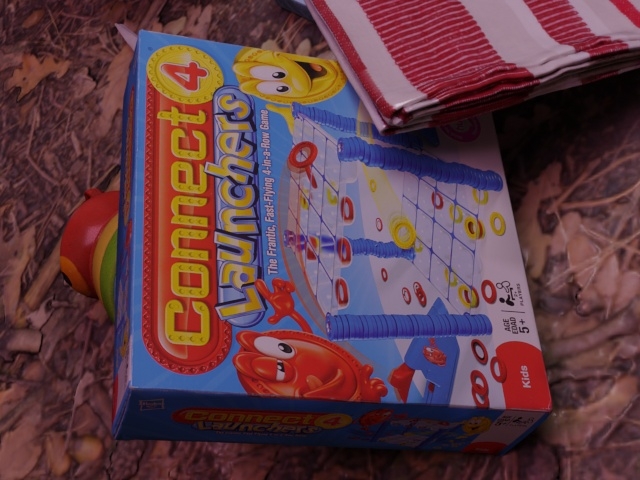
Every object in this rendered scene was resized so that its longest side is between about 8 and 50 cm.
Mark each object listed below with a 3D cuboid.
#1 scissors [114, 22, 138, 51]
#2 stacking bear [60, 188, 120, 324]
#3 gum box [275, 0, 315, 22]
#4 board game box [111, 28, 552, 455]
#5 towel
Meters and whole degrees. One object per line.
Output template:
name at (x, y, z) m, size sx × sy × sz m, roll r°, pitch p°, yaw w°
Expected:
scissors at (-0.183, -0.185, 1.162) m, size 0.297 × 0.021 × 0.109 m, roll 26°, pitch 83°, yaw 39°
stacking bear at (-0.149, 0.029, 0.941) m, size 0.164 × 0.175 × 0.289 m, roll -40°, pitch 36°, yaw -21°
gum box at (0.047, -0.295, 1.056) m, size 0.184 × 0.041 × 0.157 m, roll 35°, pitch 87°, yaw 40°
board game box at (0.000, 0.000, 0.771) m, size 0.086 × 0.301 × 0.308 m, roll 121°, pitch 149°, yaw -53°
towel at (0.162, -0.212, 0.839) m, size 0.328 × 0.037 × 0.237 m, roll -17°, pitch 50°, yaw -10°
